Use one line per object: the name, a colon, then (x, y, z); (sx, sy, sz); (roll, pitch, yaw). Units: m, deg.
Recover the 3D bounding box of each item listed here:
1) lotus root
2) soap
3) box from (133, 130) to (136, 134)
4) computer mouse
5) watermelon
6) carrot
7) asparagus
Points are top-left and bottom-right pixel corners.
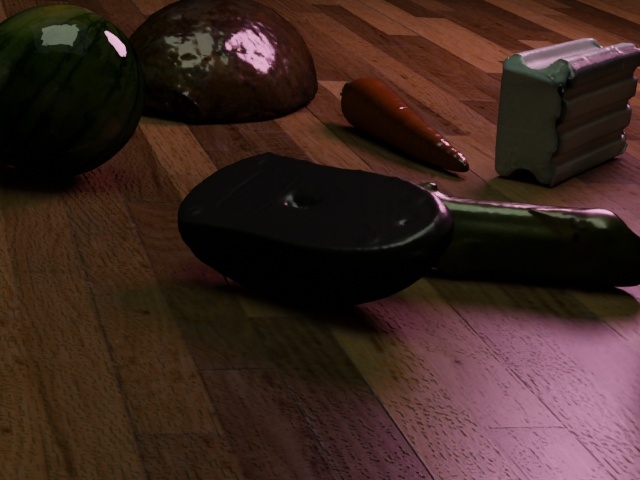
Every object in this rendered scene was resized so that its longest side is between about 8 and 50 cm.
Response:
lotus root: (-0.126, -0.253, 2.246); (0.210, 0.142, 0.314); (12, 18, 20)
soap: (0.304, -0.164, 2.025); (0.094, 0.150, 0.261); (16, 18, 26)
box: (-0.278, -0.148, 1.994); (0.115, 0.048, 0.025); (-2, 12, -25)
computer mouse: (0.000, 0.000, 1.443); (0.269, 0.086, 0.137); (14, 39, 37)
watermelon: (-0.292, -0.149, 1.773); (0.188, 0.215, 0.188); (34, -1, 0)
carrot: (0.099, -0.140, 2.070); (0.069, 0.069, 0.336); (-2, 23, -23)
asparagus: (0.135, -0.005, 1.547); (0.343, 0.082, 0.085); (5, 51, 5)
